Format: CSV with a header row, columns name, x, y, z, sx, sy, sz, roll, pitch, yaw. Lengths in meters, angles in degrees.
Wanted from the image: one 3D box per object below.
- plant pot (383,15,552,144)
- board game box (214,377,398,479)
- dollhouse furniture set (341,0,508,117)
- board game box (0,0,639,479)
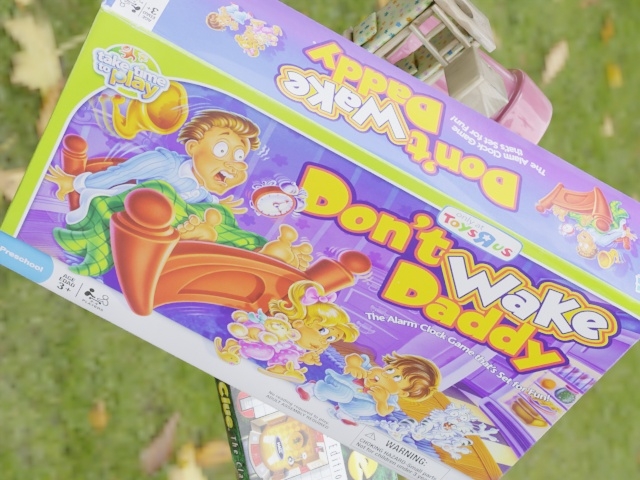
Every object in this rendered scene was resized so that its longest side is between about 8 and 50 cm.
name,x,y,z,sx,sy,sz,roll,pitch,yaw
plant pot,0.124,-0.150,1.890,0.180,0.201,0.201,46,34,-16
board game box,-0.009,0.155,1.356,0.136,0.030,0.259,-17,99,-33
dollhouse furniture set,0.069,-0.147,1.617,0.101,0.182,0.161,39,25,-28
board game box,0.000,0.000,1.011,0.233,0.347,0.078,-56,-172,46
